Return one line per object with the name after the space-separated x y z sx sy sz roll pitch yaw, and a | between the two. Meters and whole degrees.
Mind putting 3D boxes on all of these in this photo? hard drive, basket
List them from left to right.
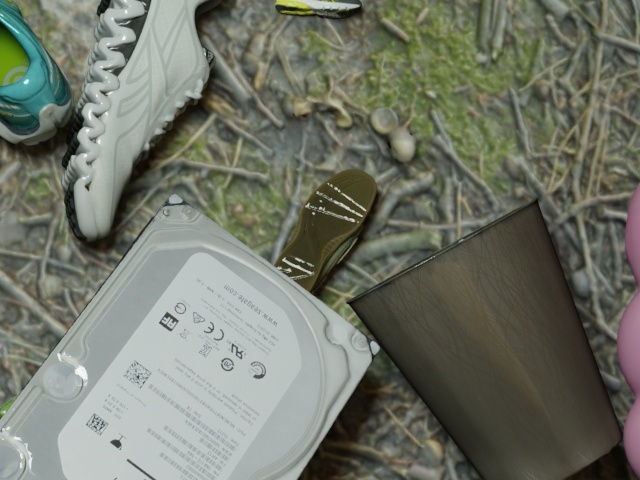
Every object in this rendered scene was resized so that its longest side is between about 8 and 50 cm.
-0.126 0.152 1.518 0.237 0.064 0.339 37 60 -3 | hard drive
0.165 0.106 1.620 0.204 0.154 0.227 -29 89 -20 | basket

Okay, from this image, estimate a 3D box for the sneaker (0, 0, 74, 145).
-0.320 -0.208 1.619 0.107 0.110 0.275 -42 73 -9 | sneaker

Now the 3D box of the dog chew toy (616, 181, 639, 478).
0.353 0.077 1.580 0.207 0.206 0.332 14 85 -5 | dog chew toy

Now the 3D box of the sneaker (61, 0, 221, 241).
-0.162 -0.136 1.644 0.118 0.110 0.292 16 79 -13 | sneaker

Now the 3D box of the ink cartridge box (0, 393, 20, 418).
-0.142 0.169 1.599 0.255 0.097 0.189 -35 86 -32 | ink cartridge box

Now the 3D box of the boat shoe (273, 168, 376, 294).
0.001 0.001 1.672 0.056 0.048 0.153 26 71 10 | boat shoe

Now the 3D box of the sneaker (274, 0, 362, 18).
-0.001 -0.233 1.713 0.083 0.031 0.035 4 79 -7 | sneaker
